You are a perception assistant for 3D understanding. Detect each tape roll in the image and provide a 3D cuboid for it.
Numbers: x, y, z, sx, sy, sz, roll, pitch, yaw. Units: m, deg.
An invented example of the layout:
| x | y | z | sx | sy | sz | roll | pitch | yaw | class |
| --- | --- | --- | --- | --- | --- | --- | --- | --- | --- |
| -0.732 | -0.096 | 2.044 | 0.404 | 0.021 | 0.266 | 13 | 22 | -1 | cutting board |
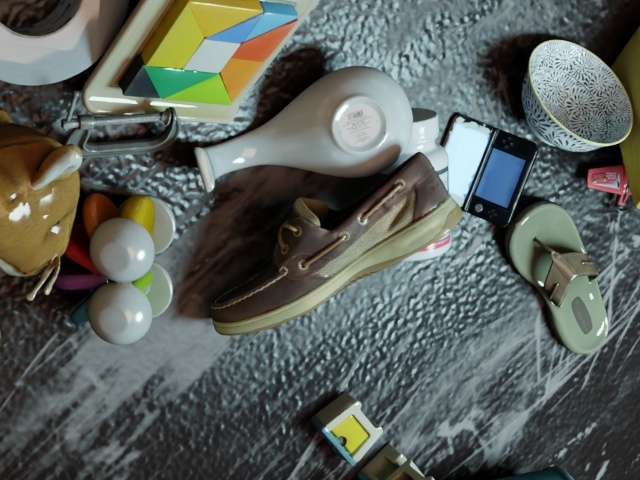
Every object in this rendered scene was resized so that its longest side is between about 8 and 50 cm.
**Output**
| x | y | z | sx | sy | sz | roll | pitch | yaw | class |
| --- | --- | --- | --- | --- | --- | --- | --- | --- | --- |
| -0.321 | -0.283 | 1.562 | 0.219 | 0.072 | 0.219 | -9 | 109 | -26 | tape roll |

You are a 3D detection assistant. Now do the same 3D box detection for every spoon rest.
| x | y | z | sx | sy | sz | roll | pitch | yaw | class |
| --- | --- | --- | --- | --- | --- | --- | --- | --- | --- |
| -0.021 | -0.127 | 1.746 | 0.276 | 0.084 | 0.137 | -16 | 101 | -10 | spoon rest |

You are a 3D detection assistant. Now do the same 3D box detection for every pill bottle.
| x | y | z | sx | sy | sz | roll | pitch | yaw | class |
| --- | --- | --- | --- | --- | --- | --- | --- | --- | --- |
| 0.113 | -0.074 | 1.839 | 0.108 | 0.108 | 0.180 | -12 | 111 | -24 | pill bottle |

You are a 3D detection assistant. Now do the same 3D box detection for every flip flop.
| x | y | z | sx | sy | sz | roll | pitch | yaw | class |
| --- | --- | --- | --- | --- | --- | --- | --- | --- | --- |
| 0.350 | 0.057 | 2.022 | 0.112 | 0.080 | 0.277 | -36 | 119 | -13 | flip flop |

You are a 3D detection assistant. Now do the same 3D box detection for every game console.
| x | y | z | sx | sy | sz | roll | pitch | yaw | class |
| --- | --- | --- | --- | --- | --- | --- | --- | --- | --- |
| 0.215 | -0.093 | 1.911 | 0.071 | 0.107 | 0.122 | 9 | 104 | -59 | game console |

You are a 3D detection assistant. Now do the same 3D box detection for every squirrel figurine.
| x | y | z | sx | sy | sz | roll | pitch | yaw | class |
| --- | --- | --- | --- | --- | --- | --- | --- | --- | --- |
| -0.434 | -0.042 | 1.473 | 0.370 | 0.281 | 0.397 | -34 | 121 | -21 | squirrel figurine |

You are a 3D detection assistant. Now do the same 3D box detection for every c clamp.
| x | y | z | sx | sy | sz | roll | pitch | yaw | class |
| --- | --- | --- | --- | --- | --- | --- | --- | --- | --- |
| -0.228 | -0.128 | 1.642 | 0.160 | 0.137 | 0.022 | -4 | 64 | -32 | c clamp |

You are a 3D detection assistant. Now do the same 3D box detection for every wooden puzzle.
| x | y | z | sx | sy | sz | roll | pitch | yaw | class |
| --- | --- | --- | --- | --- | --- | --- | --- | --- | --- |
| -0.128 | -0.221 | 1.616 | 0.221 | 0.044 | 0.239 | 0 | 139 | -41 | wooden puzzle |

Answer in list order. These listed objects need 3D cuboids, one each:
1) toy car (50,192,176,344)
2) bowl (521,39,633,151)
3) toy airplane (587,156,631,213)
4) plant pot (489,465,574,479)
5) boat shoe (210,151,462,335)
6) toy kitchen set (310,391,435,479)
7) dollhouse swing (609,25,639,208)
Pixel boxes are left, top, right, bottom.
| x | y | z | sx | sy | sz | roll | pitch | yaw | class |
| --- | --- | --- | --- | --- | --- | --- | --- | --- | --- |
| -0.249 | 0.031 | 1.676 | 0.136 | 0.159 | 0.182 | 6 | 107 | 6 | toy car |
| 0.327 | -0.178 | 1.918 | 0.170 | 0.170 | 0.080 | 8 | 146 | -30 | bowl |
| 0.436 | -0.112 | 2.043 | 0.151 | 0.028 | 0.151 | -9 | 110 | -27 | toy airplane |
| 0.226 | 0.465 | 1.997 | 0.255 | 0.272 | 0.272 | -4 | 109 | -12 | plant pot |
| 0.000 | 0.000 | 1.764 | 0.342 | 0.123 | 0.123 | -27 | 103 | 14 | boat shoe |
| 0.076 | 0.323 | 1.890 | 0.122 | 0.207 | 0.166 | -44 | 120 | -10 | toy kitchen set |
| 0.628 | -0.194 | 1.941 | 0.346 | 0.315 | 0.305 | 15 | 144 | -31 | dollhouse swing |
